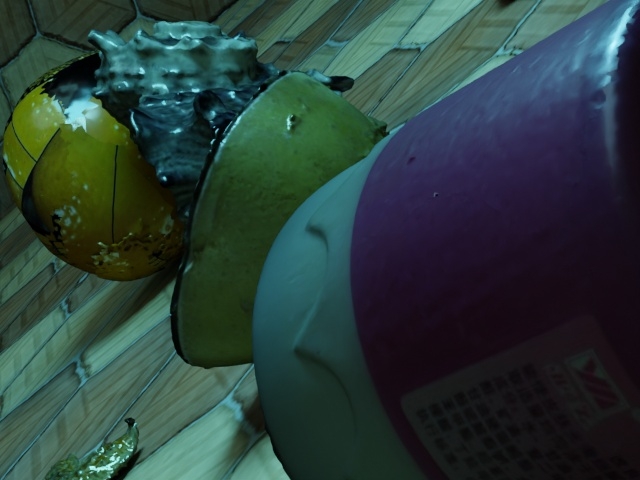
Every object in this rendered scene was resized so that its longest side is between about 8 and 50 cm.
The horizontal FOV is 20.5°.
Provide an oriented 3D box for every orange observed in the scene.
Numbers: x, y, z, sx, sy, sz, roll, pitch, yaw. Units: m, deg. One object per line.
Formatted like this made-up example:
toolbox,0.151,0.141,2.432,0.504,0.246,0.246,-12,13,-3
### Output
orange,-0.206,-0.077,1.772,0.182,0.234,0.234,-19,27,46

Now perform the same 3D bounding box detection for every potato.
potato,0.000,0.000,1.136,0.202,0.117,0.182,-54,-25,-37

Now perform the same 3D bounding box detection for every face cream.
face cream,0.096,0.021,0.598,0.195,0.175,0.175,-31,18,48

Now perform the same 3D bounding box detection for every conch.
conch,-0.102,-0.117,1.579,0.186,0.240,0.313,-53,20,27

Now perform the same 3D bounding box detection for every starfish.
starfish,-0.212,0.215,1.272,0.231,0.048,0.295,-37,12,-14
